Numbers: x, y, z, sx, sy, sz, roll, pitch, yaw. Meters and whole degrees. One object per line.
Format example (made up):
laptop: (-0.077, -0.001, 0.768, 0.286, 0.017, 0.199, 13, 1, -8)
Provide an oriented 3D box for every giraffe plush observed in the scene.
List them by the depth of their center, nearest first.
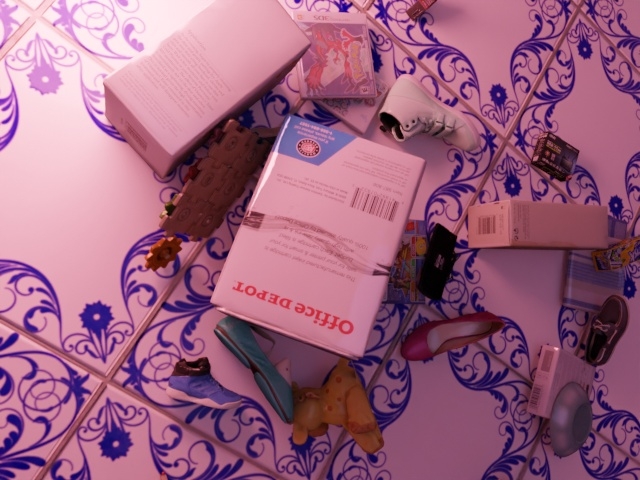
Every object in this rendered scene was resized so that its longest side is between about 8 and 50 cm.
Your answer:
giraffe plush: (0.015, 0.351, 1.094, 0.170, 0.181, 0.210, -22, 106, 0)

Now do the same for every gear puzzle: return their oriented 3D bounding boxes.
gear puzzle: (-0.234, -0.080, 1.018, 0.044, 0.175, 0.339, 38, 98, 20)

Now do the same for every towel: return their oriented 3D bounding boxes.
towel: (0.766, 0.064, 1.465, 0.209, 0.034, 0.285, 12, 82, -20)

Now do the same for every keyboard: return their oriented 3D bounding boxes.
keyboard: (0.282, 0.059, 1.269, 0.100, 0.038, 0.192, 34, 62, -21)

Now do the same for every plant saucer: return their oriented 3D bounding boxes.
plant saucer: (0.660, 0.467, 1.358, 0.195, 0.037, 0.195, -2, 94, -38)

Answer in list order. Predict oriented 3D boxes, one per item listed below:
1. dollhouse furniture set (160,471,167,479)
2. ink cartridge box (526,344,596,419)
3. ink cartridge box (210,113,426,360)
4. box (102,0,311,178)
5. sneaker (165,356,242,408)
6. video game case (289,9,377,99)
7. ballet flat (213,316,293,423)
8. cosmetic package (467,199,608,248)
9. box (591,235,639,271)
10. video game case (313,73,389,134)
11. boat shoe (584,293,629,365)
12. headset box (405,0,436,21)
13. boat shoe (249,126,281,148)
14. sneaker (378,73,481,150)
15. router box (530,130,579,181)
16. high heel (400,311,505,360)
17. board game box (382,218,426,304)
dollhouse furniture set: (-0.322, 0.515, 0.923, 0.129, 0.184, 0.129, -6, 89, -22)
ink cartridge box: (0.644, 0.393, 1.398, 0.225, 0.056, 0.181, 27, 76, -37)
ink cartridge box: (0.000, 0.000, 1.016, 0.285, 0.166, 0.395, 20, 75, 3)
box: (-0.219, -0.303, 1.002, 0.345, 0.215, 0.168, -44, 102, -19)
sneaker: (-0.221, 0.279, 1.046, 0.152, 0.058, 0.084, 17, 89, -13)
video game case: (0.031, -0.419, 1.193, 0.183, 0.023, 0.201, -6, 87, -19)
ballet flat: (-0.110, 0.244, 1.056, 0.087, 0.083, 0.247, -36, 81, -23)
cosmetic package: (0.542, -0.033, 1.317, 0.309, 0.160, 0.113, 2, 87, -20)
box: (0.830, 0.035, 1.445, 0.169, 0.054, 0.059, -16, 91, -21)
video game case: (0.068, -0.348, 1.223, 0.157, 0.019, 0.143, 32, 76, -16)
boat shoe: (0.758, 0.242, 1.400, 0.065, 0.075, 0.206, -1, 109, -37)
headset box: (0.253, -0.580, 1.289, 0.032, 0.062, 0.083, 48, 71, -12)
boat shoe: (-0.091, -0.219, 1.141, 0.137, 0.049, 0.043, -6, 131, -24)
sneaker: (0.251, -0.260, 1.249, 0.256, 0.094, 0.151, 36, 69, -6)
router box: (0.639, -0.227, 1.431, 0.122, 0.038, 0.092, 25, 77, -18)
high heel: (0.309, 0.227, 1.228, 0.244, 0.117, 0.082, -13, 91, -22)
board game box: (0.182, 0.048, 1.234, 0.136, 0.035, 0.201, 4, 85, -22)
